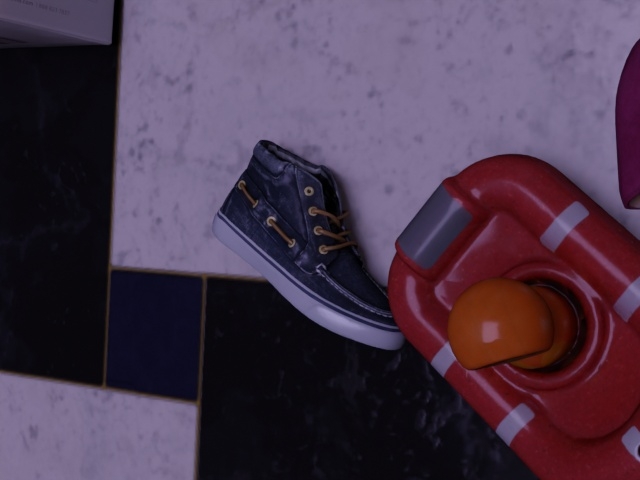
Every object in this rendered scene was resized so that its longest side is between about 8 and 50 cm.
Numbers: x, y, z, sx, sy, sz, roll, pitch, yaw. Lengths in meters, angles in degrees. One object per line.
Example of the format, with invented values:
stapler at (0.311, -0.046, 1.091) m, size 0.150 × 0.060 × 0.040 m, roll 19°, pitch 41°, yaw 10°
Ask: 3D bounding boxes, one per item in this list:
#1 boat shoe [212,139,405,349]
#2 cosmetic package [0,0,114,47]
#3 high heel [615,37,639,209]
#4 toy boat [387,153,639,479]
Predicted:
boat shoe at (0.000, 0.000, 0.761) m, size 0.183 × 0.065 × 0.083 m, roll 35°, pitch 108°, yaw 28°
cosmetic package at (-0.285, -0.362, 0.890) m, size 0.217 × 0.156 × 0.385 m, roll 3°, pitch 92°, yaw 34°
high heel at (0.291, -0.076, 0.487) m, size 0.377 × 0.127 × 0.181 m, roll 23°, pitch 98°, yaw 67°
toy boat at (0.127, 0.053, 0.632) m, size 0.231 × 0.151 × 0.151 m, roll 46°, pitch 112°, yaw 24°
